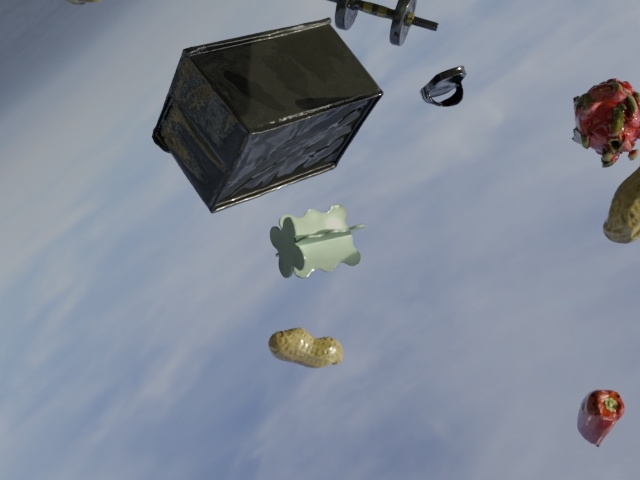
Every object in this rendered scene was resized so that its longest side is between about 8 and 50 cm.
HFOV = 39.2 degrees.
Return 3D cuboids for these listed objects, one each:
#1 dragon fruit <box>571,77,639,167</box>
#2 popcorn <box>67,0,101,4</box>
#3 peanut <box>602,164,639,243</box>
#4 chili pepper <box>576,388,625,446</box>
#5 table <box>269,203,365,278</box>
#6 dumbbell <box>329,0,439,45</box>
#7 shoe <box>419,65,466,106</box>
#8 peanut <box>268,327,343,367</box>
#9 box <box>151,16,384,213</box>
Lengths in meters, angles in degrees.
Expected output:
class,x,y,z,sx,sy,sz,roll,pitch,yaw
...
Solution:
class,x,y,z,sx,sy,sz,roll,pitch,yaw
dragon fruit,0.583,-0.235,1.828,0.166,0.160,0.172,-56,-173,36
popcorn,-0.402,-0.591,1.646,0.312,0.312,0.312,-38,-162,14
peanut,0.868,-0.124,2.353,0.153,0.140,0.325,43,-77,30
chili pepper,0.472,0.294,1.523,0.073,0.070,0.123,-30,151,-15
table,0.000,0.000,2.232,0.198,0.166,0.167,-12,-179,-31
dumbbell,0.139,-0.580,2.259,0.143,0.326,0.143,19,90,-80
shoe,0.216,-0.255,1.551,0.071,0.049,0.179,-17,179,-2
peanut,-0.020,0.152,1.268,0.054,0.113,0.053,-166,-90,-71
box,-0.098,-0.239,1.689,0.345,0.204,0.251,-24,161,-36
